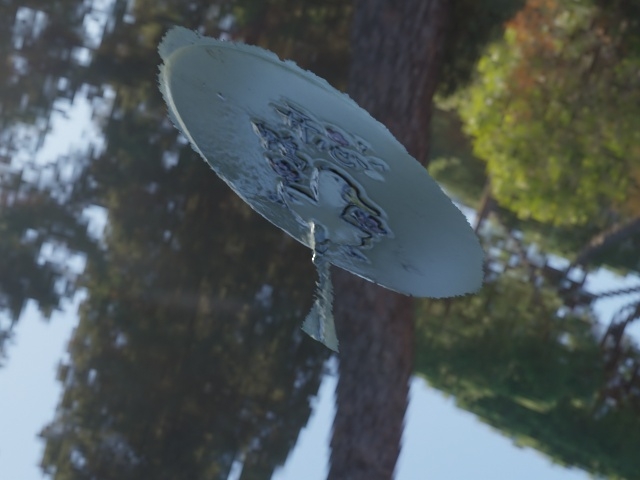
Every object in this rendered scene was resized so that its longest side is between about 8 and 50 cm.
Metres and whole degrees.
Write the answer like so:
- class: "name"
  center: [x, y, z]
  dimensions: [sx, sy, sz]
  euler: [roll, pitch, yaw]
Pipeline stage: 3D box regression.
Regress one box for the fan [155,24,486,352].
- class: "fan"
  center: [-0.001, 0.001, 0.981]
  dimensions: [0.233, 0.012, 0.415]
  euler: [32, 161, 16]
